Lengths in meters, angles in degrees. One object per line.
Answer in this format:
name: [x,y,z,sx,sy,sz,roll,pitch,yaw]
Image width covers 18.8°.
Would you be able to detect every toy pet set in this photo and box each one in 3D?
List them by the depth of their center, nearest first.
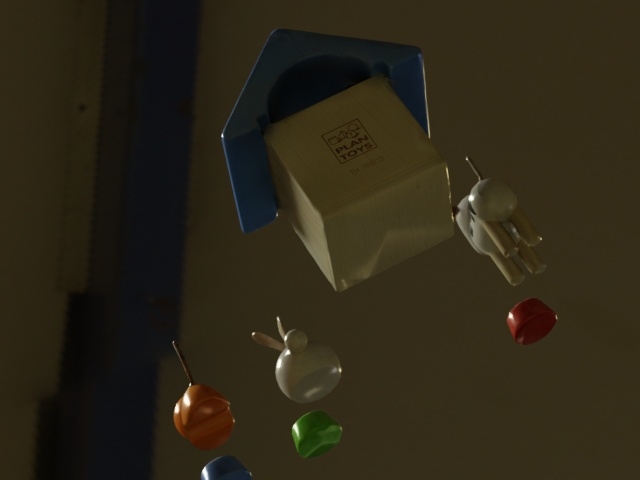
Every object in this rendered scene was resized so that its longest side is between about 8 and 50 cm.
toy pet set: [0.000,0.000,0.568,0.122,0.114,0.065,-26,-126,-12]
